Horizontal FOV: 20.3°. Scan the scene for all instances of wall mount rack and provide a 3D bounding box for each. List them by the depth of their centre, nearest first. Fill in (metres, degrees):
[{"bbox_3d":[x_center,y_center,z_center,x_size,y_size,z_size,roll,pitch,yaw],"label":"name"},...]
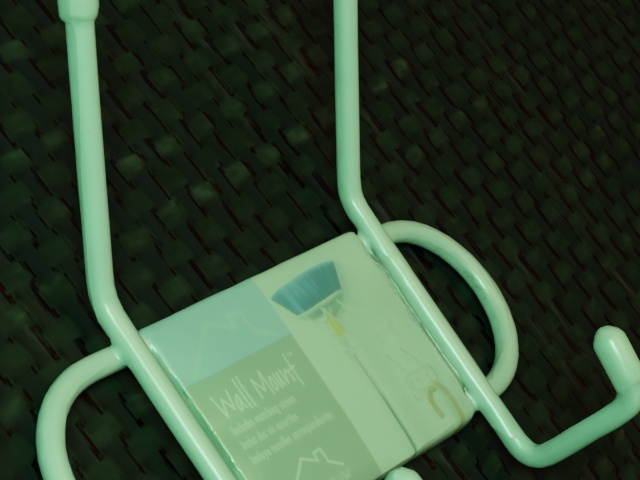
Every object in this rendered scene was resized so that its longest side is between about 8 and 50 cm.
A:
[{"bbox_3d":[0.000,0.000,0.836,0.350,0.130,0.304,-24,78,-52],"label":"wall mount rack"}]
